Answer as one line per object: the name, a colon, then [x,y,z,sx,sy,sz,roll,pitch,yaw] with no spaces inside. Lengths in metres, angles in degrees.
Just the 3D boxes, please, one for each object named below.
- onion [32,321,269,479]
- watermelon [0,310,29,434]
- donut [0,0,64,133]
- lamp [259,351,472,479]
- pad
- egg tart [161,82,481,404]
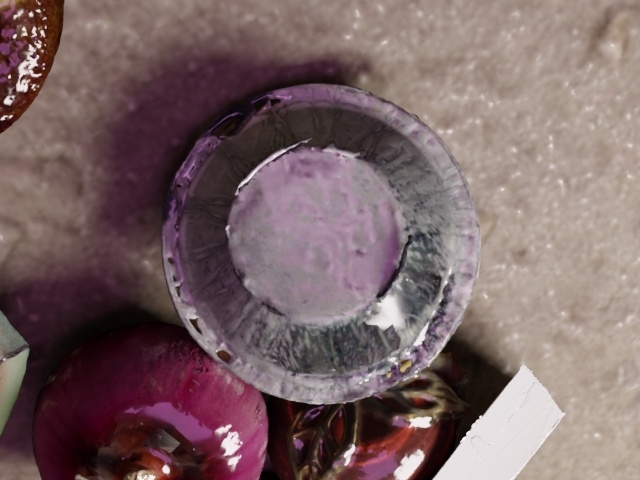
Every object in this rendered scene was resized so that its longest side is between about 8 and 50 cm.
onion: [-0.126,0.146,1.118,0.177,0.153,0.177,-15,126,-22]
watermelon: [-0.341,0.122,1.032,0.256,0.176,0.260,10,132,-13]
donut: [-0.237,-0.155,0.962,0.141,0.085,0.217,-23,119,-5]
lamp: [0.024,0.171,1.176,0.215,0.151,0.223,-20,123,-2]
pad: [0.135,0.181,1.205,0.156,0.004,0.232,-51,157,-2]
egg tart: [0.000,0.000,1.060,0.234,0.094,0.234,0,85,1]
